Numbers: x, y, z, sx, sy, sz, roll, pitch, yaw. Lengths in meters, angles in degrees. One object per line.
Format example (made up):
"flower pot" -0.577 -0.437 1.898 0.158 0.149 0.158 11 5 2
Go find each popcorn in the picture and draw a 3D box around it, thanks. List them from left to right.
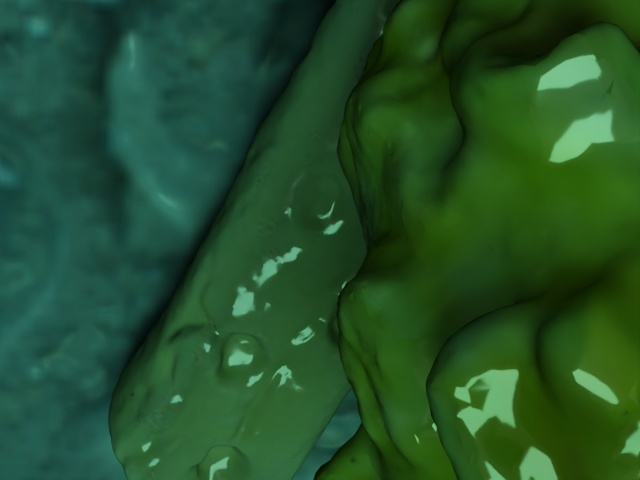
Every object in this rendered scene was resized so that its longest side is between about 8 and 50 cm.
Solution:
"popcorn" 0.103 0.005 0.402 0.235 0.217 0.181 -42 126 -7

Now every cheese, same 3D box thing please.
"cheese" 0.000 0.000 0.516 0.065 0.043 0.194 24 112 -18
